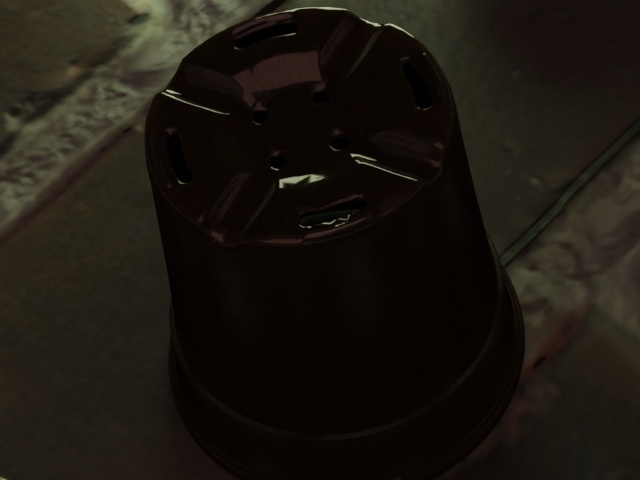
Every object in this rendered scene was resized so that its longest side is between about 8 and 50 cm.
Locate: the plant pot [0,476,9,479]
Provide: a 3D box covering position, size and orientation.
[{"bbox_3d":[-0.197,0.188,0.615,0.284,0.284,0.191,23,96,23],"label":"plant pot"}]

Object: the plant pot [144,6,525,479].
[{"bbox_3d":[0.000,0.000,0.756,0.167,0.165,0.167,-5,53,7],"label":"plant pot"}]
